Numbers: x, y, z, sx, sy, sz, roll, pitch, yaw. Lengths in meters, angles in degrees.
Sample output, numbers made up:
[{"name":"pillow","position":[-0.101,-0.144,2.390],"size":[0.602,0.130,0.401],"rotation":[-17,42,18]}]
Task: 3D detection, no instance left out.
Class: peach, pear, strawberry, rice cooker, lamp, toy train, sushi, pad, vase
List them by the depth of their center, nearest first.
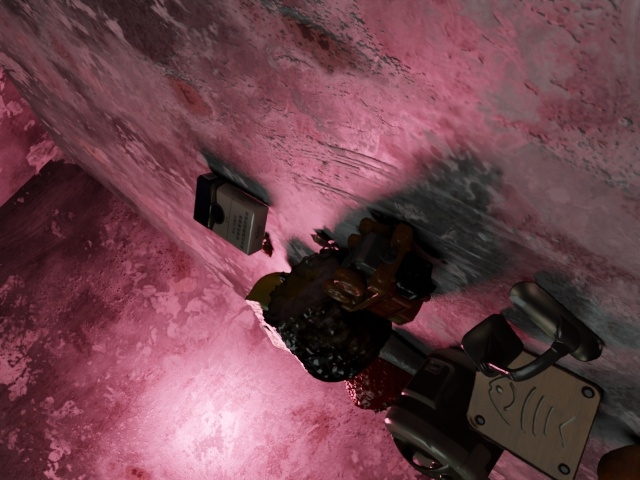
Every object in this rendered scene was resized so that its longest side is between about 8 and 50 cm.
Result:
[{"name":"lamp","position":[0.377,0.184,1.252],"size":[0.203,0.124,0.283],"rotation":[51,160,-4]},{"name":"peach","position":[0.712,0.554,1.358],"size":[0.235,0.214,0.214],"rotation":[52,171,27]},{"name":"toy train","position":[0.144,0.088,1.443],"size":[0.231,0.163,0.369],"rotation":[27,164,-2]},{"name":"pad","position":[0.480,0.389,1.455],"size":[0.284,0.018,0.286],"rotation":[26,122,38]},{"name":"rice cooker","position":[0.358,0.498,1.746],"size":[0.335,0.325,0.335],"rotation":[36,164,12]},{"name":"sushi","position":[0.027,0.205,1.746],"size":[0.294,0.299,0.281],"rotation":[49,180,-22]},{"name":"vase","position":[0.281,0.388,2.053],"size":[0.219,0.096,0.096],"rotation":[33,163,12]},{"name":"strawberry","position":[0.188,0.457,2.196],"size":[0.277,0.257,0.257],"rotation":[57,168,16]},{"name":"pear","position":[-0.058,0.264,2.259],"size":[0.318,0.238,0.342],"rotation":[16,148,28]}]

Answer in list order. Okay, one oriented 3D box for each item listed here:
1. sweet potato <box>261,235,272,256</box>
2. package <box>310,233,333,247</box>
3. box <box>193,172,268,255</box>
[{"name":"sweet potato","position":[-0.194,0.023,2.220],"size":[0.044,0.044,0.179],"rotation":[35,163,17]},{"name":"package","position":[0.000,0.000,1.752],"size":[0.059,0.029,0.083],"rotation":[36,176,-14]},{"name":"box","position":[-0.283,-0.085,1.952],"size":[0.259,0.071,0.168],"rotation":[30,125,27]}]
